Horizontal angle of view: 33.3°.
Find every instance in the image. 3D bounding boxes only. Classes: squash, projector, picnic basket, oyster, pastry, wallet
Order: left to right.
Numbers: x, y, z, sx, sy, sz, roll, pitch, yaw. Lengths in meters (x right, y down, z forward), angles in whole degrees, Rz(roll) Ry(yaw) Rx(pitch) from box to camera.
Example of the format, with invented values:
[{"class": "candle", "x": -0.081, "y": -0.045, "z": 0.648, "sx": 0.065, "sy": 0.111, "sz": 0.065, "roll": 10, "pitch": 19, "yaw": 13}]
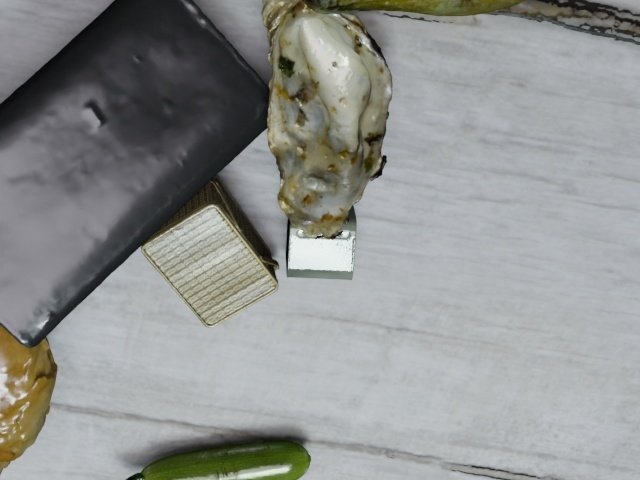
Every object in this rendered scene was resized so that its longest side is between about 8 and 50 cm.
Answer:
[{"class": "pastry", "x": -0.473, "y": 0.171, "z": 1.298, "sx": 0.284, "sy": 0.184, "sz": 0.315, "roll": 32, "pitch": 97, "yaw": -21}, {"class": "wallet", "x": -0.258, "y": -0.096, "z": 1.211, "sx": 0.406, "sy": 0.062, "sz": 0.228, "roll": -44, "pitch": 103, "yaw": -8}, {"class": "picnic basket", "x": -0.134, "y": 0.014, "z": 1.301, "sx": 0.115, "sy": 0.079, "sz": 0.164, "roll": -31, "pitch": 121, "yaw": 8}, {"class": "squash", "x": -0.137, "y": 0.307, "z": 1.428, "sx": 0.252, "sy": 0.066, "sz": 0.066, "roll": -7, "pitch": 110, "yaw": 0}, {"class": "oyster", "x": -0.009, "y": -0.150, "z": 1.231, "sx": 0.166, "sy": 0.094, "sz": 0.294, "roll": 10, "pitch": 88, "yaw": -24}, {"class": "projector", "x": 0.000, "y": 0.000, "z": 1.317, "sx": 0.082, "sy": 0.083, "sz": 0.083, "roll": 2, "pitch": 109, "yaw": -3}]

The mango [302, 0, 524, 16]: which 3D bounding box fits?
[{"class": "mango", "x": 0.130, "y": -0.338, "z": 1.157, "sx": 0.330, "sy": 0.175, "sz": 0.176, "roll": -4, "pitch": 78, "yaw": -2}]
